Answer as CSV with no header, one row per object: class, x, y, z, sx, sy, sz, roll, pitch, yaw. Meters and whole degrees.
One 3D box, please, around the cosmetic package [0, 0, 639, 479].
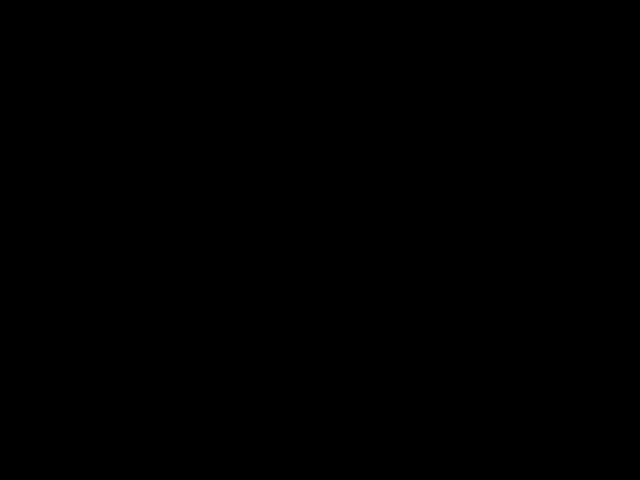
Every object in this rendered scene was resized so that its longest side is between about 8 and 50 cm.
cosmetic package,-0.087,0.053,0.165,0.327,0.393,0.329,22,-99,19
